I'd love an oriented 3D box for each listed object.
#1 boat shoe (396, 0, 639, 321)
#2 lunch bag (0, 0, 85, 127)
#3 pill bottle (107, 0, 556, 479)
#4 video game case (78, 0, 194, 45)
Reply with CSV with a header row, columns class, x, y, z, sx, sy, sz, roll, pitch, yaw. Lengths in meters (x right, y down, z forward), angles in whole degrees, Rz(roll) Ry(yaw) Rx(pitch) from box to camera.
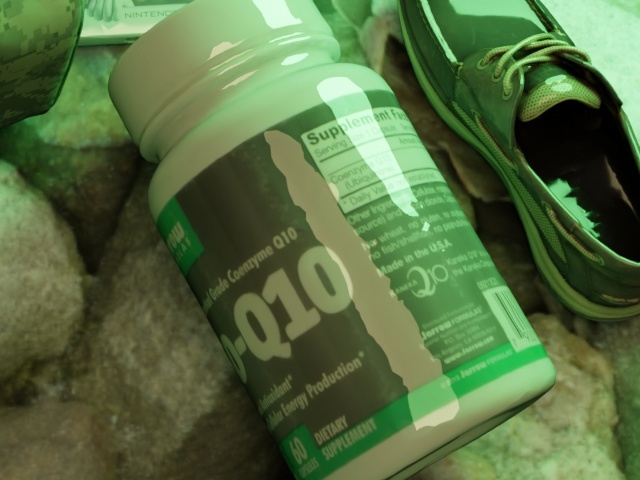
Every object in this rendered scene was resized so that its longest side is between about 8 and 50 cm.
class,x,y,z,sx,sy,sz,roll,pitch,yaw
boat shoe,0.183,-0.109,1.265,0.132,0.130,0.355,-29,79,-14
lunch bag,-0.354,-0.211,1.171,0.256,0.212,0.305,-21,77,-28
pill bottle,0.000,0.000,1.172,0.204,0.204,0.361,-27,77,-14
video game case,-0.128,-0.257,1.330,0.173,0.022,0.190,-4,74,-8
